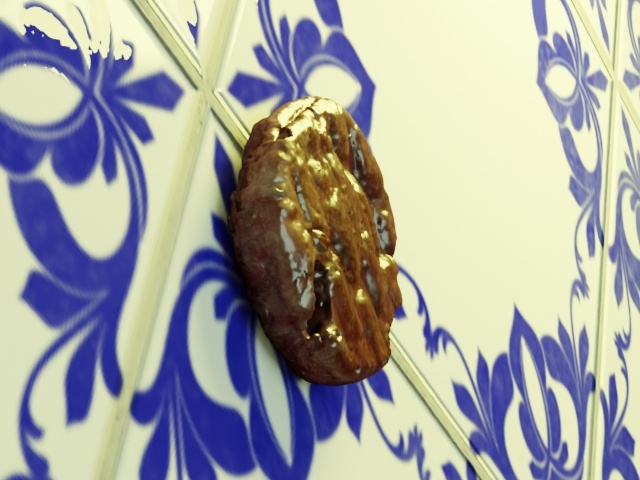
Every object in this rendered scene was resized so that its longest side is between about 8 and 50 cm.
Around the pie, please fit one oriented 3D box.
[{"bbox_3d":[0.000,0.000,0.929,0.153,0.038,0.154,45,38,-52],"label":"pie"}]
